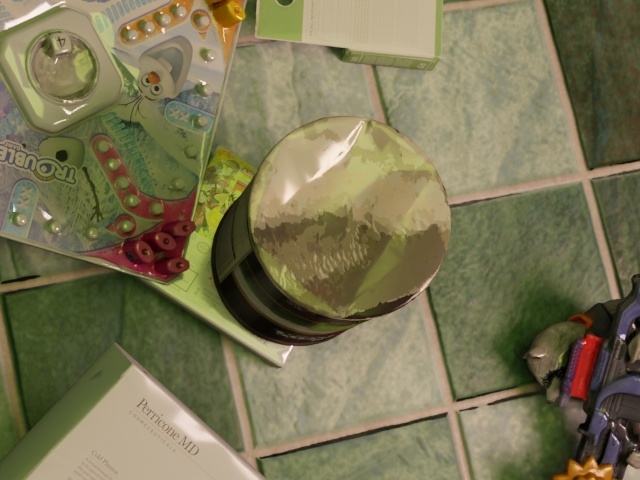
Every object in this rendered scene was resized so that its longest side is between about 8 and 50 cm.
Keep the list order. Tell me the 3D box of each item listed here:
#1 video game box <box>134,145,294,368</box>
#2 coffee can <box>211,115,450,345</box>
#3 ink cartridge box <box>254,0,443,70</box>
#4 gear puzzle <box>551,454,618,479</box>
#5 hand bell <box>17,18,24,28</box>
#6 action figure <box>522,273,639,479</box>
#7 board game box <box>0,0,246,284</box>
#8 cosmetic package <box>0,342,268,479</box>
[{"bbox_3d":[-0.086,0.020,1.394,0.205,0.048,0.187,33,77,-4],"label":"video game box"},{"bbox_3d":[0.000,0.000,1.249,0.202,0.275,0.201,2,79,-12],"label":"coffee can"},{"bbox_3d":[0.036,-0.310,1.474,0.235,0.056,0.171,4,79,-8],"label":"ink cartridge box"},{"bbox_3d":[0.385,0.386,1.372,0.175,0.044,0.339,-34,100,1],"label":"gear puzzle"},{"bbox_3d":[-0.427,-0.169,1.345,0.242,0.126,0.126,-31,87,-2],"label":"hand bell"},{"bbox_3d":[0.397,0.201,1.436,0.330,0.178,0.341,20,106,-2],"label":"action figure"},{"bbox_3d":[-0.278,-0.188,1.278,0.390,0.050,0.389,19,76,-28],"label":"board game box"},{"bbox_3d":[-0.168,0.332,1.193,0.284,0.097,0.377,-46,113,-6],"label":"cosmetic package"}]
